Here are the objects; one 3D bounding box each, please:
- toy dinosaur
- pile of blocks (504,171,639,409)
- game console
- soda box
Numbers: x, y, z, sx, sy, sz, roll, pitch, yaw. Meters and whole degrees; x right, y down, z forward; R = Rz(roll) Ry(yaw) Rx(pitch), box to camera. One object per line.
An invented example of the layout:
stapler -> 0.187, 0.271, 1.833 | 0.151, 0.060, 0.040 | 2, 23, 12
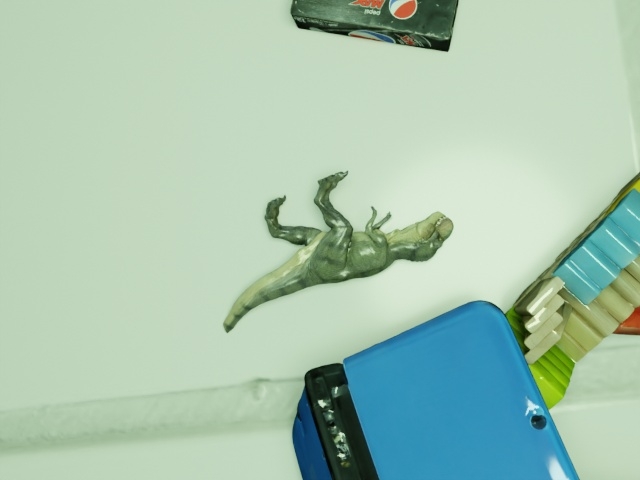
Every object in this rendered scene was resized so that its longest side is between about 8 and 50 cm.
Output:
toy dinosaur -> 0.000, 0.000, 0.885 | 0.268, 0.064, 0.118 | -21, 92, 9
pile of blocks -> 0.261, 0.065, 0.803 | 0.112, 0.149, 0.362 | 43, 93, 7
game console -> 0.100, 0.244, 0.757 | 0.173, 0.250, 0.293 | -11, 61, -14
soda box -> 0.057, -0.243, 0.889 | 0.169, 0.053, 0.060 | 11, 90, 8
